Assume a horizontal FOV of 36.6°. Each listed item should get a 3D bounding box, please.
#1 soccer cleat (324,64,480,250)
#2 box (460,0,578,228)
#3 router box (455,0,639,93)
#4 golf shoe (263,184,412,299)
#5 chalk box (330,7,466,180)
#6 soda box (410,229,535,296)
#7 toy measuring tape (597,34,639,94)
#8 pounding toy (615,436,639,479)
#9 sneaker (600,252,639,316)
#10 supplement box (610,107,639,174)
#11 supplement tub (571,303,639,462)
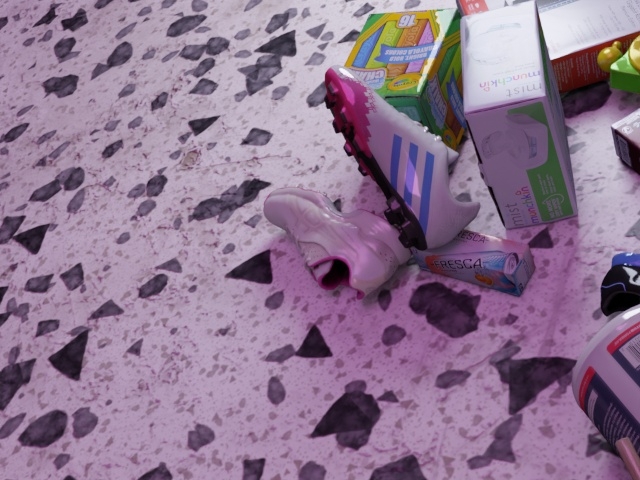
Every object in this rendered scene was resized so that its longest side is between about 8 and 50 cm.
[{"bbox_3d":[0.126,-0.143,1.510,0.143,0.116,0.331,-27,80,-9],"label":"soccer cleat"},{"bbox_3d":[0.306,-0.192,1.508,0.127,0.262,0.231,-11,46,18],"label":"box"},{"bbox_3d":[0.422,-0.406,1.757,0.301,0.082,0.335,-18,45,7],"label":"router box"},{"bbox_3d":[0.000,0.000,1.604,0.306,0.115,0.140,20,66,40],"label":"golf shoe"},{"bbox_3d":[0.142,-0.236,1.669,0.179,0.180,0.289,4,54,30],"label":"chalk box"},{"bbox_3d":[0.234,0.026,1.494,0.183,0.058,0.063,15,59,37],"label":"soda box"},{"bbox_3d":[0.609,-0.271,1.541,0.330,0.121,0.121,17,60,26],"label":"toy measuring tape"},{"bbox_3d":[0.362,0.348,1.059,0.110,0.237,0.183,0,45,-14],"label":"pounding toy"},{"bbox_3d":[0.494,0.076,1.305,0.232,0.081,0.090,4,56,39],"label":"sneaker"},{"bbox_3d":[0.562,-0.122,1.449,0.130,0.073,0.239,-32,45,-3],"label":"supplement box"},{"bbox_3d":[0.439,0.215,1.121,0.191,0.191,0.272,-31,44,-1],"label":"supplement tub"}]
